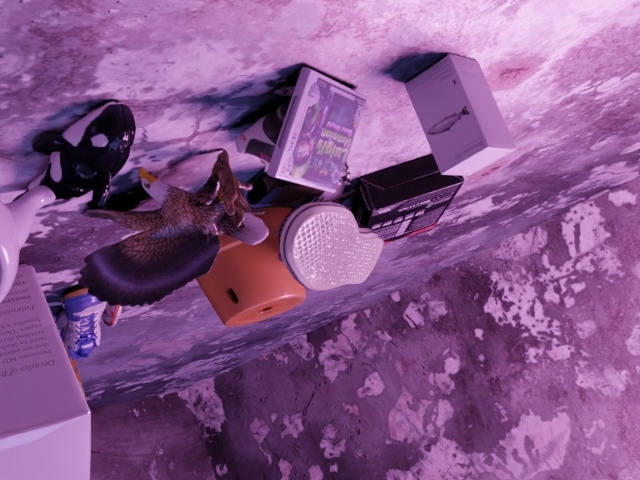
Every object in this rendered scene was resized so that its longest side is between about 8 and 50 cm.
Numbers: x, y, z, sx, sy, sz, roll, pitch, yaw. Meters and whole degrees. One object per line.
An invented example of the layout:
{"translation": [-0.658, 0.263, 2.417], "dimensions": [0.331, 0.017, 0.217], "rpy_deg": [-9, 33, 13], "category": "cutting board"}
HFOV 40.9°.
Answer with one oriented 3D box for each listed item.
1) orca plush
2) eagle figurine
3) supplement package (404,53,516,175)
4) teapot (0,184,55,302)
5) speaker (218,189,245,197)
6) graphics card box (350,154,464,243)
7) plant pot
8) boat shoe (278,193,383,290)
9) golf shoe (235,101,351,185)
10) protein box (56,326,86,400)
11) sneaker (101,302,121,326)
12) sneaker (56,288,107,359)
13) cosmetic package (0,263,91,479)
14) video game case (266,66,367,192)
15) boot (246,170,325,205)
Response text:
{"translation": [-0.360, -0.091, 1.270], "dimensions": [0.287, 0.102, 0.151], "rpy_deg": [-26, 165, 25], "category": "orca plush"}
{"translation": [-0.263, -0.030, 1.499], "dimensions": [0.298, 0.225, 0.226], "rpy_deg": [-35, 173, 16], "category": "eagle figurine"}
{"translation": [0.241, -0.214, 1.485], "dimensions": [0.105, 0.179, 0.105], "rpy_deg": [-30, 163, 35], "category": "supplement package"}
{"translation": [-0.543, -0.009, 1.181], "dimensions": [0.252, 0.187, 0.256], "rpy_deg": [-45, 126, 15], "category": "teapot"}
{"translation": [-0.179, -0.064, 1.741], "dimensions": [0.055, 0.055, 0.136], "rpy_deg": [-18, 166, -9], "category": "speaker"}
{"translation": [0.198, -0.088, 2.107], "dimensions": [0.233, 0.094, 0.371], "rpy_deg": [-18, 167, -7], "category": "graphics card box"}
{"translation": [-0.158, 0.071, 1.991], "dimensions": [0.291, 0.203, 0.291], "rpy_deg": [-19, 166, -5], "category": "plant pot"}
{"translation": [0.000, 0.000, 1.849], "dimensions": [0.187, 0.156, 0.500], "rpy_deg": [-62, 162, 5], "category": "boat shoe"}
{"translation": [-0.037, -0.158, 1.497], "dimensions": [0.120, 0.105, 0.273], "rpy_deg": [-19, 157, 23], "category": "golf shoe"}
{"translation": [-0.752, 0.353, 2.244], "dimensions": [0.200, 0.201, 0.136], "rpy_deg": [-20, 167, 0], "category": "protein box"}
{"translation": [-0.547, 0.176, 2.199], "dimensions": [0.065, 0.061, 0.158], "rpy_deg": [14, 154, -17], "category": "sneaker"}
{"translation": [-0.563, 0.201, 2.076], "dimensions": [0.112, 0.131, 0.296], "rpy_deg": [-12, 163, -25], "category": "sneaker"}
{"translation": [-0.651, 0.316, 1.619], "dimensions": [0.327, 0.393, 0.329], "rpy_deg": [-12, 137, -28], "category": "cosmetic package"}
{"translation": [-0.001, -0.171, 1.378], "dimensions": [0.022, 0.173, 0.190], "rpy_deg": [23, -173, 30], "category": "video game case"}
{"translation": [-0.055, -0.114, 1.667], "dimensions": [0.106, 0.082, 0.219], "rpy_deg": [-13, 167, -37], "category": "boot"}
